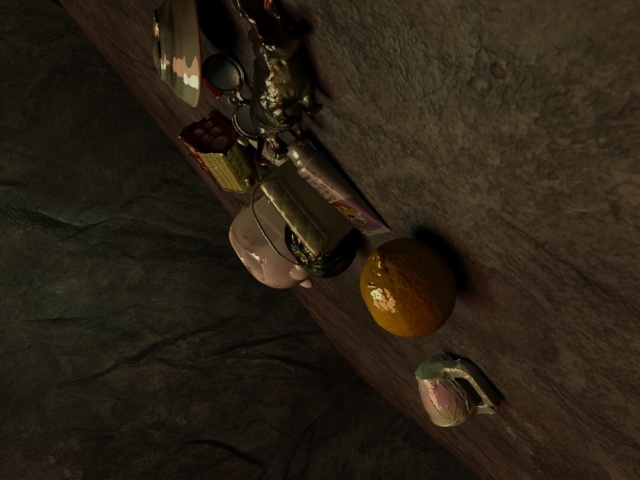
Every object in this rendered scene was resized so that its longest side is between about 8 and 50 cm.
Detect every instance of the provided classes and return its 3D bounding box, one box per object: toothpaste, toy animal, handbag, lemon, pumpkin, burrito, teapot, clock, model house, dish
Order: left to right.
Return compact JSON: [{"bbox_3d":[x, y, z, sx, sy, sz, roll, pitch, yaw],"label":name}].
[{"bbox_3d":[-0.322,-0.427,1.063,0.260,0.085,0.260,174,90,-70],"label":"dish"},{"bbox_3d":[-0.311,-0.280,1.596,0.254,0.160,0.196,38,164,34],"label":"model house"},{"bbox_3d":[-0.140,-0.255,1.310,0.203,0.064,0.064,44,167,16],"label":"burrito"},{"bbox_3d":[-0.164,0.031,1.787,0.368,0.250,0.377,42,165,28],"label":"clock"},{"bbox_3d":[-0.073,-0.293,0.882,0.168,0.106,0.343,52,163,21],"label":"toy animal"},{"bbox_3d":[-0.052,-0.068,1.198,0.256,0.219,0.079,51,165,-4],"label":"handbag"},{"bbox_3d":[0.000,0.000,1.354,0.220,0.162,0.220,37,155,21],"label":"pumpkin"},{"bbox_3d":[0.037,-0.116,1.121,0.299,0.073,0.114,45,158,-12],"label":"toothpaste"},{"bbox_3d":[0.177,0.098,0.984,0.188,0.188,0.257,32,163,52],"label":"lemon"},{"bbox_3d":[0.364,0.421,1.364,0.178,0.163,0.221,59,166,-11],"label":"teapot"}]

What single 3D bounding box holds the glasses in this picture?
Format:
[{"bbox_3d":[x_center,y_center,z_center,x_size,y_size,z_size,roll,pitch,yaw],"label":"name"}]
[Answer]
[{"bbox_3d":[-0.202,-0.281,1.090,0.234,0.118,0.268,59,-165,-31],"label":"glasses"}]
